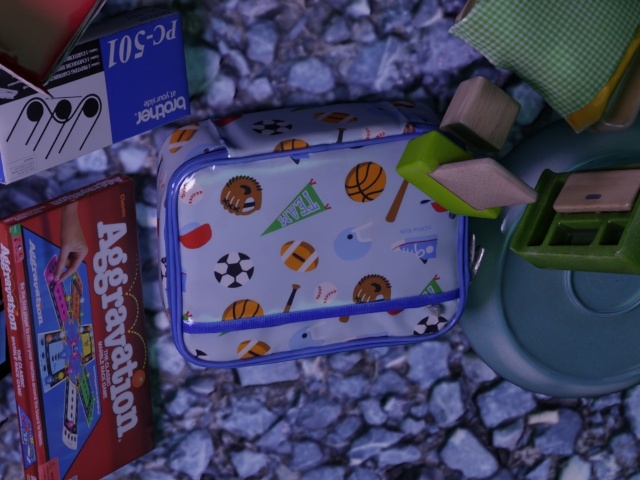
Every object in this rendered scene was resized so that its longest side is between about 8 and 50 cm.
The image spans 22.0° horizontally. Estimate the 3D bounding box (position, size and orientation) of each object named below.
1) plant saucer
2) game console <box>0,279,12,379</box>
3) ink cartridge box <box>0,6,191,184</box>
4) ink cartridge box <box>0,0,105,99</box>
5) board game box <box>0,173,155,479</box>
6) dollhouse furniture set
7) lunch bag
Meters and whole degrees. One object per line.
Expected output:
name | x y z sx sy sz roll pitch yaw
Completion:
plant saucer | 0.287 0.023 1.648 0.318 0.043 0.317 -6 112 -14
game console | -0.354 0.134 1.374 0.044 0.361 0.213 31 131 14
ink cartridge box | -0.203 -0.127 1.391 0.207 0.046 0.097 -26 121 -41
ink cartridge box | -0.299 -0.251 1.177 0.309 0.272 0.130 32 95 -24
board game box | -0.219 0.093 1.500 0.145 0.027 0.281 -27 122 -44
dollhouse furniture set | 0.228 -0.146 1.439 0.197 0.151 0.301 34 72 -26
lunch bag | 0.000 0.000 1.520 0.303 0.115 0.243 -6 115 -12
